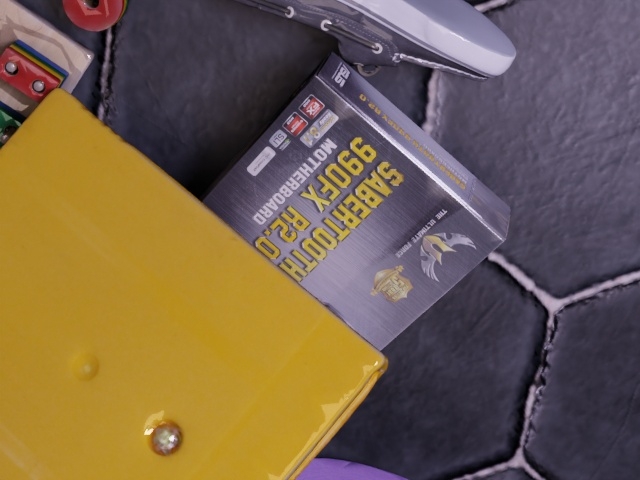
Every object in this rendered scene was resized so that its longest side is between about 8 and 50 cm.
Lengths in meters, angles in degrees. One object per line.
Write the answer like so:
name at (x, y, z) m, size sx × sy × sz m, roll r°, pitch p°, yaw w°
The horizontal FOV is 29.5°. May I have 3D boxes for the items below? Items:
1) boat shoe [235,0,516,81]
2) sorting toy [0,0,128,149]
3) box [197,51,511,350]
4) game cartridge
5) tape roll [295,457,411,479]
boat shoe at (0.028, -0.162, 0.895) m, size 0.228 × 0.080 × 0.076 m, roll 23°, pitch 122°, yaw -6°
sorting toy at (-0.271, -0.116, 0.933) m, size 0.132 × 0.046 × 0.274 m, roll 34°, pitch 110°, yaw -9°
box at (0.000, 0.000, 0.929) m, size 0.183 × 0.056 × 0.231 m, roll 41°, pitch 120°, yaw -9°
game cartridge at (-0.162, 0.092, 0.874) m, size 0.323 × 0.053 × 0.285 m, roll 40°, pitch 87°, yaw 14°
tape roll at (0.048, 0.283, 0.931) m, size 0.275 × 0.275 × 0.090 m, roll 22°, pitch 109°, yaw -4°
